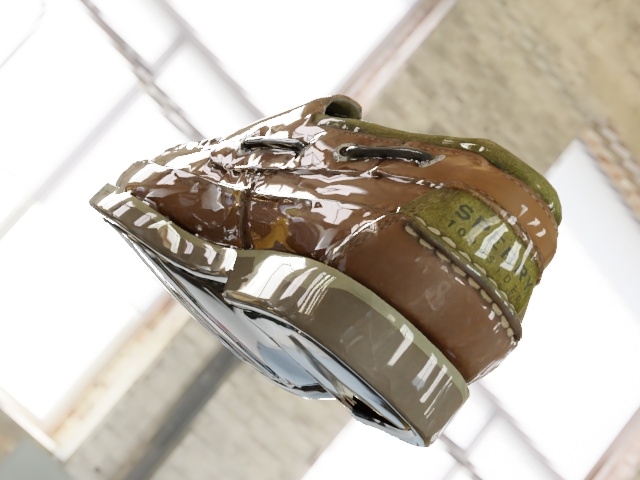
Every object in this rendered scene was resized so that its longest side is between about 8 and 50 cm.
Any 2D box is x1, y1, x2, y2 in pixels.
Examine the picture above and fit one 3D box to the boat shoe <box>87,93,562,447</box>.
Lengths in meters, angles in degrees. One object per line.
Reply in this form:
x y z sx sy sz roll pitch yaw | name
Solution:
0.000 0.000 0.753 0.111 0.104 0.307 46 -11 -27 | boat shoe
